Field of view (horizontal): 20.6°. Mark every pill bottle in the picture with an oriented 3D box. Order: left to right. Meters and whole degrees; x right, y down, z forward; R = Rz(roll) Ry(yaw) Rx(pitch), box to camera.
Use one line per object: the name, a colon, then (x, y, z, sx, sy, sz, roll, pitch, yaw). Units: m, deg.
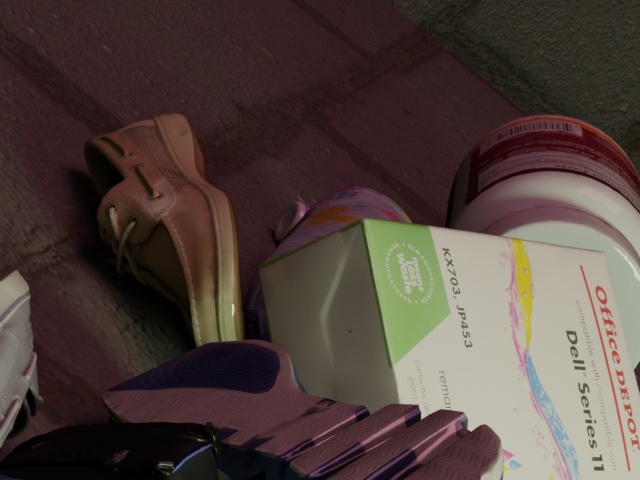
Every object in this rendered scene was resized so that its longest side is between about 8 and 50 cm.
pill bottle: (0.000, 0.000, 1.687, 0.083, 0.043, 0.043, 31, 18, -23)
pill bottle: (0.237, 0.016, 1.826, 0.224, 0.224, 0.392, 37, 17, -5)

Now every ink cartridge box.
ink cartridge box: (0.133, 0.108, 1.335, 0.353, 0.119, 0.207, 7, 66, -45)

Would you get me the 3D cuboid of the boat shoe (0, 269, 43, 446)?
boat shoe: (-0.204, 0.084, 1.026, 0.081, 0.079, 0.227, 59, 9, -12)

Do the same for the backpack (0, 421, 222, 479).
backpack: (-0.120, 0.148, 0.971, 0.114, 0.084, 0.105, 0, 8, 14)

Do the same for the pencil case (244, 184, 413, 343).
pencil case: (0.017, 0.037, 1.499, 0.273, 0.113, 0.124, -57, 140, -73)

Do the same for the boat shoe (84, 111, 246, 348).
boat shoe: (-0.124, -0.004, 1.377, 0.098, 0.109, 0.302, -9, 34, -12)

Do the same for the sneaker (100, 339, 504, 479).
sneaker: (-0.010, 0.182, 1.070, 0.127, 0.182, 0.315, -23, 24, -34)
